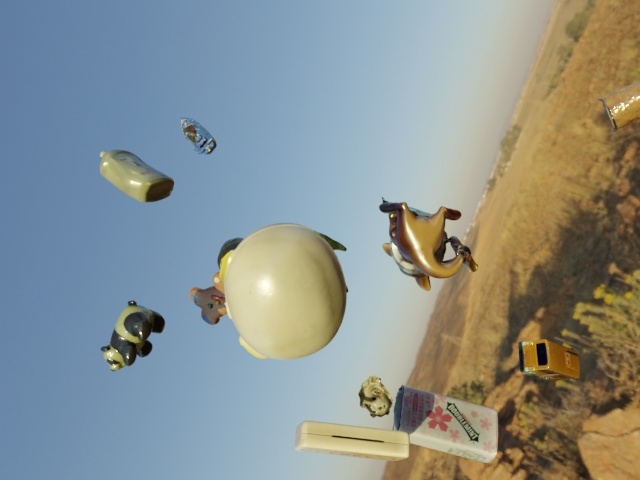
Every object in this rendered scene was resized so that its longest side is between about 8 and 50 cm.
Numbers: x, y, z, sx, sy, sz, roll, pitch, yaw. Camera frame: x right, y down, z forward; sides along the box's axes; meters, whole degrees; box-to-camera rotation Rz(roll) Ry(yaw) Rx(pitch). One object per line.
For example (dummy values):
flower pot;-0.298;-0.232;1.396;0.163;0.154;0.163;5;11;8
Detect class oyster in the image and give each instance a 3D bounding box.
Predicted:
oyster;0.176;0.510;1.770;0.053;0.165;0.108;-12;32;52

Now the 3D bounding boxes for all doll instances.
doll;-0.618;0.320;1.830;0.234;0.135;0.143;-63;-9;5
doll;0.316;0.008;1.645;0.209;0.318;0.339;-51;-15;-9

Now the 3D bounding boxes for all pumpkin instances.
pumpkin;-0.383;0.127;2.738;0.280;0.190;0.139;59;-177;-24

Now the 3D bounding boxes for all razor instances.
razor;0.365;-0.118;2.251;0.042;0.253;0.082;-51;-33;-32

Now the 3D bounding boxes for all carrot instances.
carrot;0.827;-0.370;1.361;0.263;0.101;0.102;-28;9;30

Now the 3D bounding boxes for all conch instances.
conch;-0.003;0.003;2.124;0.201;0.095;0.079;12;-66;-34

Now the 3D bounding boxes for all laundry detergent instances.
laundry detergent;-0.606;-0.219;1.788;0.181;0.253;0.091;-26;-36;-60

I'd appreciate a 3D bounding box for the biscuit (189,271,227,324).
biscuit;-0.372;0.221;2.197;0.205;0.324;0.049;61;-156;-17

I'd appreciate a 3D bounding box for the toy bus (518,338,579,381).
toy bus;0.693;0.361;1.678;0.201;0.114;0.098;22;-119;-36

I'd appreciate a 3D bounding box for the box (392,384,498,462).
box;0.446;0.660;2.019;0.112;0.370;0.190;105;179;-49

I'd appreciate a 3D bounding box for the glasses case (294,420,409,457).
glasses case;0.095;0.616;1.707;0.144;0.337;0.076;113;164;-61

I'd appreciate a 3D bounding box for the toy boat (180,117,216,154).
toy boat;-0.472;-0.397;2.067;0.091;0.175;0.110;-46;-14;20

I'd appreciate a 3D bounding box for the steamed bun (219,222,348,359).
steamed bun;-0.093;0.138;1.513;0.334;0.334;0.373;-38;-64;-66
